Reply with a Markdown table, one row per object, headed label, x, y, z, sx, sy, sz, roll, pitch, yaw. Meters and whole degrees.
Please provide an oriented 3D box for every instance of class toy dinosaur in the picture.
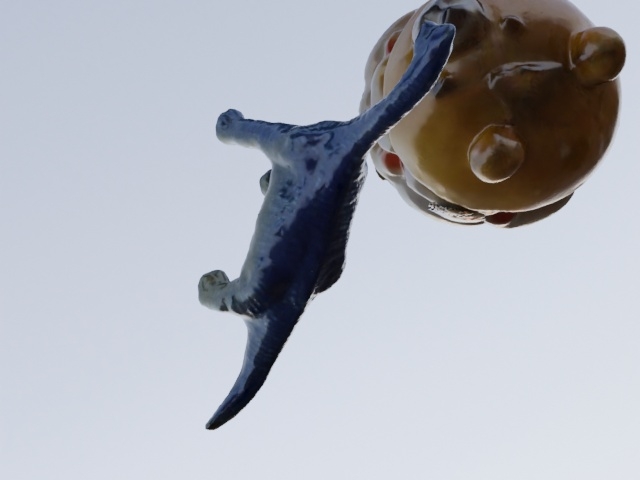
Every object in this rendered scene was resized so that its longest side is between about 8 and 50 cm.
| label | x | y | z | sx | sy | sz | roll | pitch | yaw |
| --- | --- | --- | --- | --- | --- | --- | --- | --- | --- |
| toy dinosaur | 0.000 | 0.000 | 0.765 | 0.075 | 0.188 | 0.247 | 14 | -94 | -32 |

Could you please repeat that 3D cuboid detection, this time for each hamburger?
| label | x | y | z | sx | sy | sz | roll | pitch | yaw |
| --- | --- | --- | --- | --- | --- | --- | --- | --- | --- |
| hamburger | 0.181 | -0.143 | 1.369 | 0.276 | 0.276 | 0.237 | -37 | 1 | -7 |
